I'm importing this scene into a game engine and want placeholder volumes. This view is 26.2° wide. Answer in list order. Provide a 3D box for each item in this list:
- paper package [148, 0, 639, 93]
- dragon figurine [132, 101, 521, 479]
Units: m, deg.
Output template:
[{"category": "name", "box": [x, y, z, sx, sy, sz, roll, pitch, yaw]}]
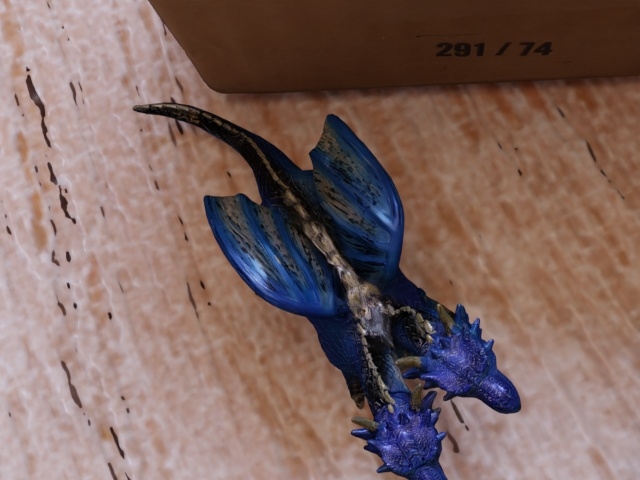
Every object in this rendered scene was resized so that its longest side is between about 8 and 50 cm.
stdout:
[{"category": "paper package", "box": [0.067, -0.198, 0.638, 0.325, 0.309, 0.168, -3, 75, 9]}, {"category": "dragon figurine", "box": [0.000, 0.000, 0.674, 0.085, 0.144, 0.289, -34, 71, -3]}]
